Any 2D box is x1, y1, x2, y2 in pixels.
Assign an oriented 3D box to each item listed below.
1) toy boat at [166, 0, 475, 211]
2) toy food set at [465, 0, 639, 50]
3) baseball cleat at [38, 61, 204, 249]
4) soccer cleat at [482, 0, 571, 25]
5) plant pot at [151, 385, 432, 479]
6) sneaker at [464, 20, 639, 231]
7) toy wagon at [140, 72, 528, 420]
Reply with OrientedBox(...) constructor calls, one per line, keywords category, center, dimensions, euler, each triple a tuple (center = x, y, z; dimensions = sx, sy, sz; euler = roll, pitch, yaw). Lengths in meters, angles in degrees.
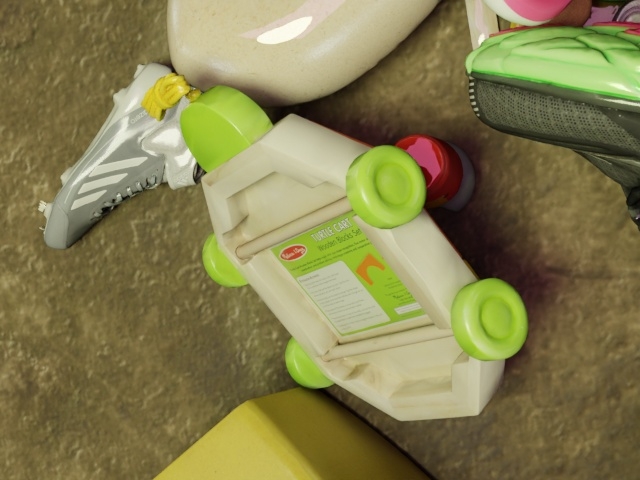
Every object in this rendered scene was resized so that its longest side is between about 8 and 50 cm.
OrientedBox(category="toy boat", center=(0.023, -0.160, 0.805), dimensions=(0.267, 0.148, 0.318), euler=(-31, 81, 12))
OrientedBox(category="toy food set", center=(0.218, -0.166, 0.775), dimensions=(0.217, 0.071, 0.128), euler=(-1, 97, 15))
OrientedBox(category="baseball cleat", center=(-0.173, -0.058, 0.895), dimensions=(0.109, 0.072, 0.206), euler=(35, 108, 1))
OrientedBox(category="soccer cleat", center=(0.129, -0.302, 0.727), dimensions=(0.143, 0.116, 0.331), euler=(-14, 70, 55))
OrientedBox(category="plant pot", center=(-0.032, 0.245, 0.838), dimensions=(0.212, 0.212, 0.187), euler=(-43, 73, 16))
OrientedBox(category="sneaker", center=(0.311, -0.005, 0.693), dimensions=(0.482, 0.185, 0.202), euler=(27, 110, 0))
OrientedBox(category="toy wagon", center=(0.000, 0.000, 0.763), dimensions=(0.344, 0.068, 0.267), euler=(52, 149, -10))
